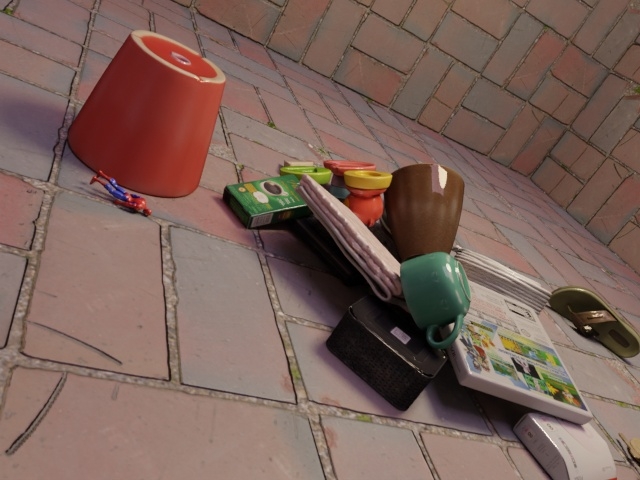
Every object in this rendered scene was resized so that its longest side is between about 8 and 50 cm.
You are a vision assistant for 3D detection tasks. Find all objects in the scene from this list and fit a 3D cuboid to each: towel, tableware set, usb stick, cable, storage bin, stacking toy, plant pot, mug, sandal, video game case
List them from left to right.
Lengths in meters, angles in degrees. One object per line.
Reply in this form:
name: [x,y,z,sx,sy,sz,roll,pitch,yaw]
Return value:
plant pot: [-0.326,-0.260,1.149,0.275,0.243,0.275,26,23,-12]
usb stick: [0.000,0.000,1.284,0.077,0.045,0.278,-8,45,-46]
stacking toy: [0.031,-0.131,1.526,0.279,0.130,0.309,1,15,-4]
towel: [0.103,0.028,1.214,0.332,0.053,0.317,51,9,27]
storage bin: [0.116,0.190,1.003,0.180,0.084,0.122,38,24,16]
plant pot: [0.265,-0.042,1.477,0.215,0.215,0.230,20,57,-25]
mug: [0.215,0.098,1.024,0.158,0.097,0.129,69,20,-3]
cable: [0.450,0.109,1.464,0.257,0.089,0.257,27,3,0]
video game case: [0.364,0.202,1.161,0.329,0.036,0.300,23,32,-24]
sandal: [0.830,0.246,1.734,0.302,0.120,0.086,38,38,12]
tableware set: [0.709,0.489,1.198,0.128,0.039,0.194,17,19,-4]

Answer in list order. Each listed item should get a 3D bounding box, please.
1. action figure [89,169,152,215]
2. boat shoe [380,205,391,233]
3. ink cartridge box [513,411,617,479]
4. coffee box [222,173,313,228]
action figure: [-0.353,-0.079,1.029,0.115,0.030,0.038,32,28,-11]
boat shoe: [0.248,-0.097,1.712,0.112,0.095,0.335,29,23,-6]
ink cartridge box: [0.489,0.416,1.052,0.189,0.066,0.232,11,27,-40]
coffee box: [-0.108,-0.088,1.269,0.184,0.040,0.113,-16,50,-37]
